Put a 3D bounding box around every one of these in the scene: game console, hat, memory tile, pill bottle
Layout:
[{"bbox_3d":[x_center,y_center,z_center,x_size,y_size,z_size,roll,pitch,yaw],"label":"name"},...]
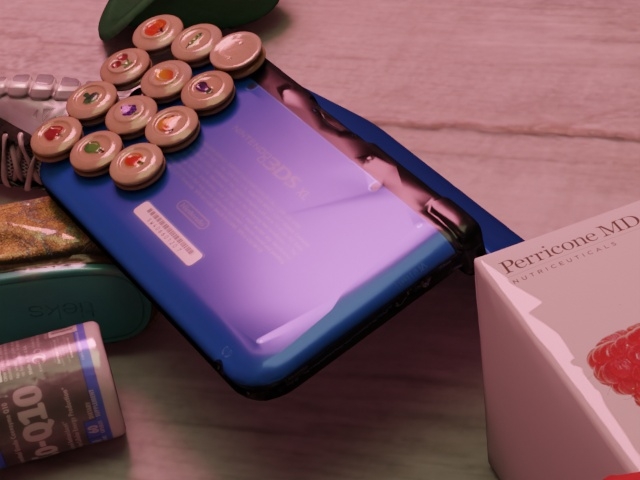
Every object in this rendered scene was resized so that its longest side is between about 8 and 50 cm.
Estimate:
[{"bbox_3d":[0.000,0.000,1.187,0.250,0.173,0.293,-36,45,-13],"label":"game console"},{"bbox_3d":[-0.054,-0.195,1.502,0.208,0.183,0.173,-41,22,28],"label":"hat"},{"bbox_3d":[-0.115,-0.096,1.189,0.113,0.012,0.148,20,58,34],"label":"memory tile"},{"bbox_3d":[-0.199,0.105,1.134,0.137,0.078,0.078,-15,41,-7],"label":"pill bottle"}]

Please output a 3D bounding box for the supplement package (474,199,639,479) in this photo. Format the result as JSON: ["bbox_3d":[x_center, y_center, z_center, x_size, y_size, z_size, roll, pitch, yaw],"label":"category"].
[{"bbox_3d":[0.224,0.127,0.958,0.178,0.175,0.293,-20,41,-13],"label":"supplement package"}]

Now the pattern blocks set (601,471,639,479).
[{"bbox_3d":[0.029,0.147,0.697,0.285,0.026,0.325,-7,7,7],"label":"pattern blocks set"}]

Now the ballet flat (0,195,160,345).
[{"bbox_3d":[-0.279,0.026,1.215,0.349,0.123,0.123,-5,40,-5],"label":"ballet flat"}]

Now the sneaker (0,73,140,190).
[{"bbox_3d":[-0.187,-0.057,1.319,0.229,0.086,0.132,-7,43,0],"label":"sneaker"}]
